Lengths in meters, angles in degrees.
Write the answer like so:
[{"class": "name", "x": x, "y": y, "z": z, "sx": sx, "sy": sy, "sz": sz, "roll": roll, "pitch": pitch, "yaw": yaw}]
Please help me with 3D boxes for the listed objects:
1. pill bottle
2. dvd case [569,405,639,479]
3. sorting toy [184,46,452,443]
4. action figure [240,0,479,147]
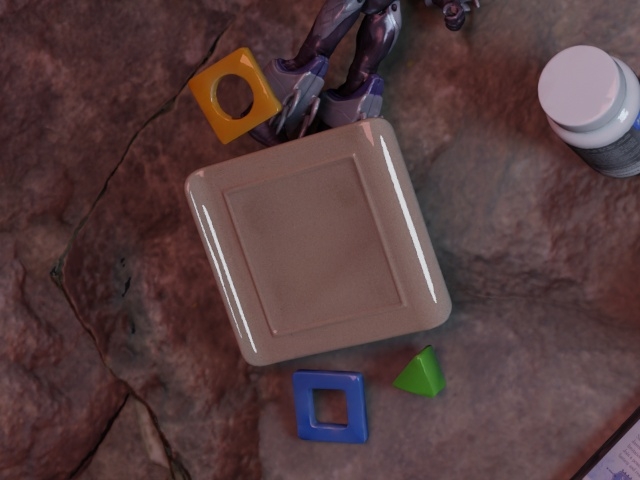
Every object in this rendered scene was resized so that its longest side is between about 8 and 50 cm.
[{"class": "pill bottle", "x": 0.224, "y": -0.103, "z": 1.359, "sx": 0.078, "sy": 0.137, "sz": 0.078, "roll": -6, "pitch": 75, "yaw": 24}, {"class": "dvd case", "x": 0.282, "y": 0.219, "z": 1.317, "sx": 0.253, "sy": 0.022, "sz": 0.180, "roll": -48, "pitch": 62, "yaw": 8}, {"class": "sorting toy", "x": 0.000, "y": 0.000, "z": 1.437, "sx": 0.196, "sy": 0.047, "sz": 0.347, "roll": -15, "pitch": 99, "yaw": 26}, {"class": "action figure", "x": 0.043, "y": -0.200, "z": 1.461, "sx": 0.099, "sy": 0.185, "sz": 0.285, "roll": 45, "pitch": 116, "yaw": 57}]
